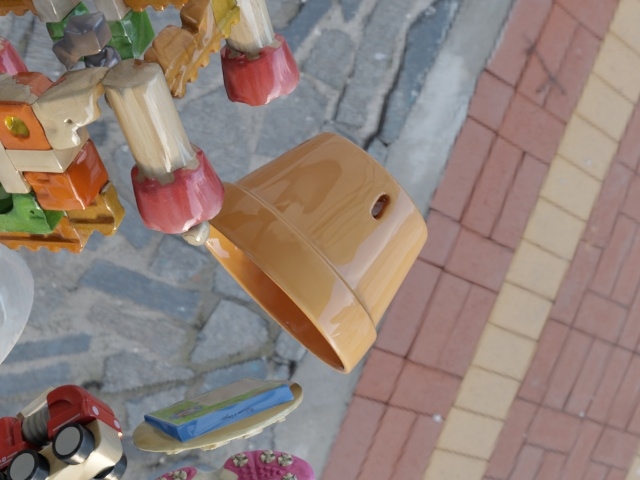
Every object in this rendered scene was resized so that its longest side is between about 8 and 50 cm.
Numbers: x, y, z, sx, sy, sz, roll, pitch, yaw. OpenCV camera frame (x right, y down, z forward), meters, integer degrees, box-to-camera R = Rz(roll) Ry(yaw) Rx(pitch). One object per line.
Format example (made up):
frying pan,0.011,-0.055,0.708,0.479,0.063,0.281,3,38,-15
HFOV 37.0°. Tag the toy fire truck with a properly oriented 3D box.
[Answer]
toy fire truck,-0.423,0.295,1.496,0.217,0.246,0.158,-31,141,6

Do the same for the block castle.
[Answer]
block castle,-0.278,-0.146,1.028,0.303,0.453,0.213,-65,150,-43

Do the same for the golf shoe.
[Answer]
golf shoe,-0.152,0.460,1.704,0.306,0.115,0.140,-11,127,7

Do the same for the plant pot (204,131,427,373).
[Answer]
plant pot,0.000,0.000,1.233,0.203,0.291,0.291,-44,123,-12

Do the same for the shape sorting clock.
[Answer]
shape sorting clock,-0.120,0.207,1.133,0.206,0.206,0.040,-17,94,-29

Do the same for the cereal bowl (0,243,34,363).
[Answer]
cereal bowl,-0.580,0.091,1.328,0.339,0.339,0.141,-42,135,-18
